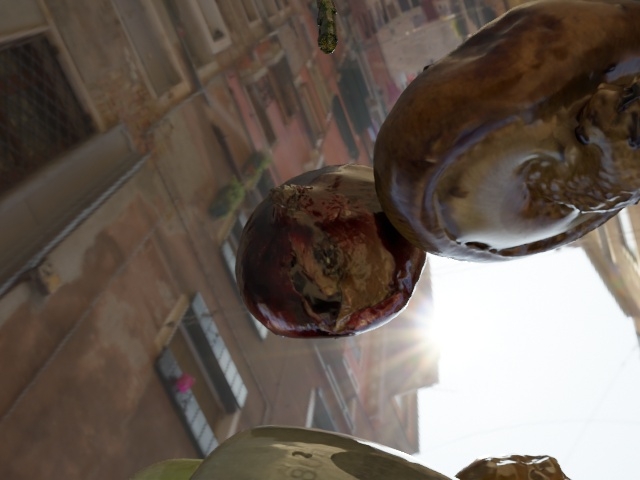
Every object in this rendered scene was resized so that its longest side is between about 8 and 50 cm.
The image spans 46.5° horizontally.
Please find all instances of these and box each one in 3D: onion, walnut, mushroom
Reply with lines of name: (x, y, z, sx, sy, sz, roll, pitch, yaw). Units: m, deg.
onion: (0.000, 0.000, 0.979, 0.272, 0.195, 0.272, -14, -124, 21)
walnut: (0.230, 0.342, 0.859, 0.213, 0.213, 0.213, -20, -161, 7)
mushroom: (0.222, -0.085, 0.782, 0.345, 0.345, 0.260, -21, -130, 4)

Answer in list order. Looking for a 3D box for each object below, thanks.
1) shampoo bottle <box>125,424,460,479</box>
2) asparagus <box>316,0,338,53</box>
shampoo bottle: (-0.011, 0.302, 0.548, 0.317, 0.322, 0.322, -4, -156, 18)
asparagus: (0.008, -0.317, 1.007, 0.030, 0.036, 0.165, -10, -124, 12)
